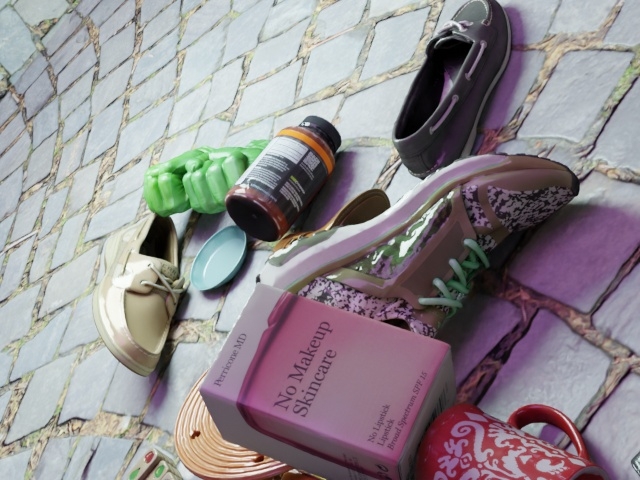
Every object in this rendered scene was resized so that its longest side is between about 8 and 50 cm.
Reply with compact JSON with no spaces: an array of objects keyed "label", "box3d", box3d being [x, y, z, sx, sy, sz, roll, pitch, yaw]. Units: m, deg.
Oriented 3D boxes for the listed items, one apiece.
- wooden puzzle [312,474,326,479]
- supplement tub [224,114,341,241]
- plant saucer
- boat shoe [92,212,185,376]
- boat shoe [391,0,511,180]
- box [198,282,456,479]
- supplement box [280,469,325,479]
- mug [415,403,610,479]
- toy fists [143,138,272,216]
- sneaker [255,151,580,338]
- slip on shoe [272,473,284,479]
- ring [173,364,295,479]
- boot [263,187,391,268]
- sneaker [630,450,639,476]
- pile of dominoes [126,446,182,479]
[{"label":"wooden puzzle","box3d":[0.027,0.241,1.410,0.116,0.014,0.078,-46,38,5]},{"label":"supplement tub","box3d":[-0.048,-0.097,1.731,0.106,0.106,0.198,-1,43,49]},{"label":"plant saucer","box3d":[-0.154,0.032,1.816,0.119,0.021,0.119,-30,38,28]},{"label":"boat shoe","box3d":[-0.278,0.070,1.832,0.110,0.121,0.341,-38,34,18]},{"label":"boat shoe","box3d":[0.182,-0.232,1.619,0.112,0.095,0.335,-12,49,43]},{"label":"box","box3d":[0.012,0.164,1.247,0.232,0.127,0.148,17,61,20]},{"label":"supplement box","box3d":[-0.046,0.379,1.300,0.080,0.078,0.233,9,64,50]},{"label":"mug","box3d":[0.199,0.222,1.144,0.169,0.113,0.150,15,71,50]},{"label":"toy fists","box3d":[-0.184,-0.101,1.868,0.279,0.096,0.142,0,30,48]},{"label":"sneaker","box3d":[0.130,0.046,1.375,0.410,0.158,0.182,-27,59,15]},{"label":"slip on shoe","box3d":[-0.060,0.258,1.463,0.041,0.051,0.135,-15,54,37]},{"label":"ring","box3d":[-0.029,0.181,1.443,0.336,0.032,0.336,-24,25,12]},{"label":"boot","box3d":[0.000,0.000,1.630,0.197,0.073,0.152,-47,22,-16]},{"label":"sneaker","box3d":[0.340,0.205,1.047,0.089,0.051,0.170,-46,31,10]},{"label":"pile of dominoes","box3d":[-0.195,0.368,1.517,0.196,0.040,0.251,-49,33,0]}]
